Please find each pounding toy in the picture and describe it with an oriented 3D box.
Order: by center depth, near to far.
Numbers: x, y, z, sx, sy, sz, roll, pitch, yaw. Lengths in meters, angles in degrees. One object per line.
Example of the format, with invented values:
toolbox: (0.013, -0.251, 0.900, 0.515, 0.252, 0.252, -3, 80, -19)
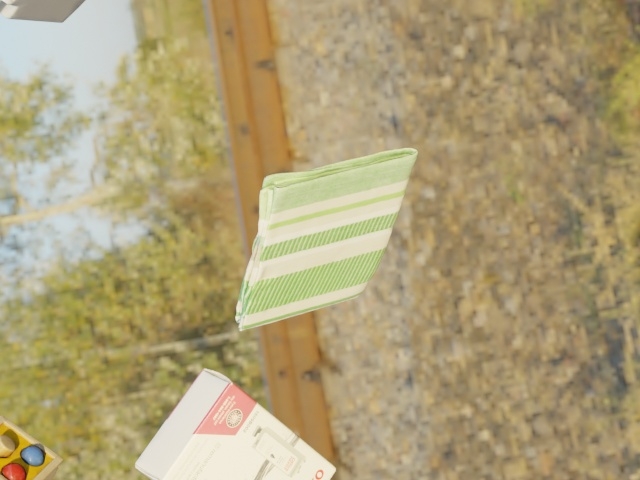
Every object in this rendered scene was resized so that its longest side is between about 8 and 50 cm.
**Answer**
pounding toy: (-0.448, 0.305, 1.873, 0.100, 0.141, 0.130, -58, -5, 27)

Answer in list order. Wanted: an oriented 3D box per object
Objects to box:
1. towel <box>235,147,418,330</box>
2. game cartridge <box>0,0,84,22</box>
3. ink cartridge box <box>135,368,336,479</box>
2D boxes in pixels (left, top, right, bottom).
towel: (0.000, 0.000, 2.039, 0.038, 0.248, 0.325, 59, 150, 33)
game cartridge: (-0.239, -0.363, 1.490, 0.060, 0.294, 0.196, 45, -166, 9)
ink cartridge box: (-0.139, 0.386, 2.324, 0.283, 0.207, 0.117, 43, 164, -29)
